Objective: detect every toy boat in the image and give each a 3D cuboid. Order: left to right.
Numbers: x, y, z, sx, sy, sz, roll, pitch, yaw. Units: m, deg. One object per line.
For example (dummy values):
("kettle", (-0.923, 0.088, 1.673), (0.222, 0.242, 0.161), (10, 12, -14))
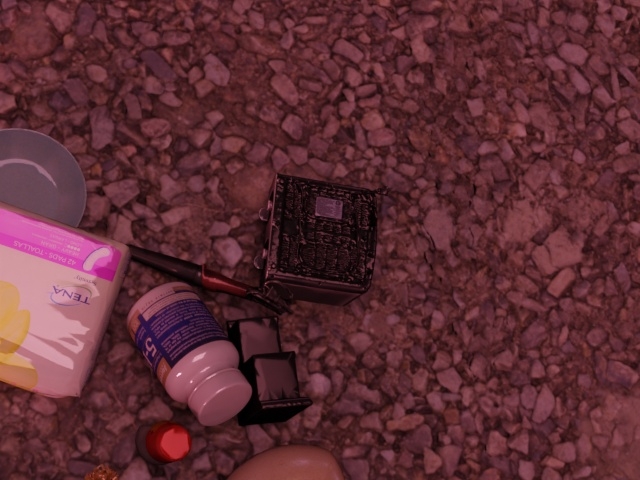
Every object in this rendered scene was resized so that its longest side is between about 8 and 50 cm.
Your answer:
("toy boat", (-0.115, 0.352, 1.606), (0.318, 0.148, 0.267), (43, 72, -8))

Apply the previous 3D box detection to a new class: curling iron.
("curling iron", (-0.162, 0.047, 1.692), (0.274, 0.068, 0.035), (19, 64, 13))

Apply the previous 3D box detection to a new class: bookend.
("bookend", (-0.074, 0.168, 1.654), (0.072, 0.156, 0.157), (-3, 73, -17))

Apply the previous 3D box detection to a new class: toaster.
("toaster", (0.000, 0.000, 1.752), (0.186, 0.110, 0.168), (8, 72, -13))

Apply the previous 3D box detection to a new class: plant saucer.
("plant saucer", (-0.432, -0.063, 1.688), (0.195, 0.037, 0.195), (4, 73, -14))

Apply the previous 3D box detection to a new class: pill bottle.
("pill bottle", (-0.176, 0.157, 1.618), (0.112, 0.112, 0.186), (-26, 56, -21))

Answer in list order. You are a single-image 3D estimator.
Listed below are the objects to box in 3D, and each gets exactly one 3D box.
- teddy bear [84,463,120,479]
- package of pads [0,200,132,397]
("teddy bear", (-0.326, 0.410, 1.499), (0.338, 0.113, 0.245), (1, 61, -15))
("package of pads", (-0.426, 0.069, 1.589), (0.297, 0.101, 0.229), (19, 85, -10))
